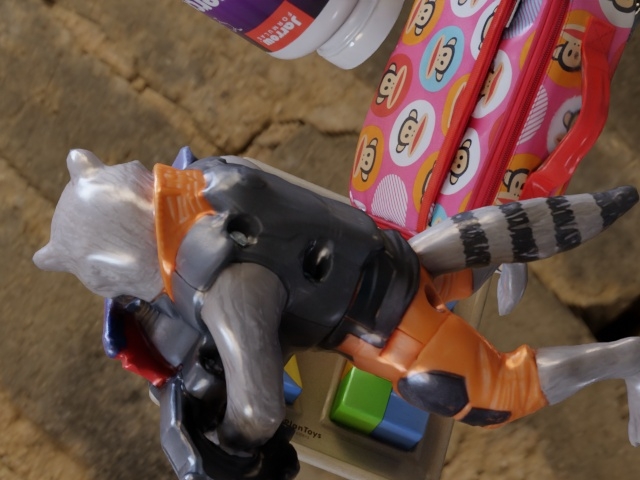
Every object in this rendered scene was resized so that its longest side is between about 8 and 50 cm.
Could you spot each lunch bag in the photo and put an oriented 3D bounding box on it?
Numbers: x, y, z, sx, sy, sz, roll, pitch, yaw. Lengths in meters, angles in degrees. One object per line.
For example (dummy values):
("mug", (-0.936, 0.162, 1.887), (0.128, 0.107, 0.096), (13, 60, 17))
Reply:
("lunch bag", (0.158, -0.120, 1.276), (0.120, 0.258, 0.293), (18, -85, -30))

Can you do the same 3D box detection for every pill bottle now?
("pill bottle", (-0.071, -0.312, 1.509), (0.323, 0.181, 0.181), (29, -123, -24))

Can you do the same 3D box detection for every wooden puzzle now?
("wooden puzzle", (0.018, 0.080, 1.552), (0.322, 0.080, 0.347), (22, -126, -5))

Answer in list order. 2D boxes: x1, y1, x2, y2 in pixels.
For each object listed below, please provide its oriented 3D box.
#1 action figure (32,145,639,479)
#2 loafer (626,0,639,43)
("action figure", (0.000, 0.000, 0.837), (0.330, 0.178, 0.341), (9, -148, -22))
("loafer", (0.345, -0.272, 1.437), (0.061, 0.170, 0.062), (46, -154, -1))
